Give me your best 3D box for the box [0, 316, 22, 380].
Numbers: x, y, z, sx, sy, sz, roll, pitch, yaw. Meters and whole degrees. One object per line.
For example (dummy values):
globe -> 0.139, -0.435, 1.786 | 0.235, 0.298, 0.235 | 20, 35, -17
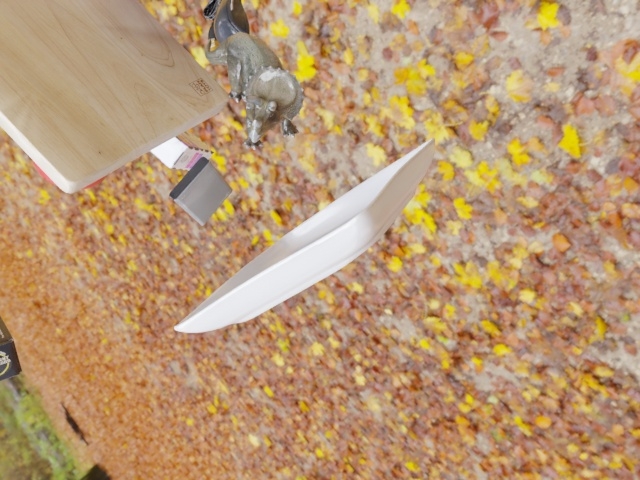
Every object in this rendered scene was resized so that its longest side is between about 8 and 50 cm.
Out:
box -> -0.850, 0.211, 1.295 | 0.395, 0.318, 0.097 | 30, 129, 47

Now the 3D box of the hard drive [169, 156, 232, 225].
hard drive -> -0.219, -0.089, 1.140 | 0.022, 0.094, 0.135 | 36, 172, 19

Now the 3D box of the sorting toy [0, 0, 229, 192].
sorting toy -> -0.293, -0.192, 0.745 | 0.257, 0.255, 0.089 | 46, 138, 1

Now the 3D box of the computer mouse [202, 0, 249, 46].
computer mouse -> -0.241, -0.516, 1.463 | 0.184, 0.060, 0.262 | -44, 49, 46

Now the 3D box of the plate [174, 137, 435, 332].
plate -> 0.000, 0.000, 0.707 | 0.277, 0.278, 0.045 | -32, 97, 33

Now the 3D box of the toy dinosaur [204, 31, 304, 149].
toy dinosaur -> -0.098, -0.253, 0.969 | 0.160, 0.121, 0.314 | 102, 152, -51

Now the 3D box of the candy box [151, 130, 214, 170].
candy box -> -0.371, -0.249, 1.512 | 0.165, 0.070, 0.196 | 40, -171, 4
